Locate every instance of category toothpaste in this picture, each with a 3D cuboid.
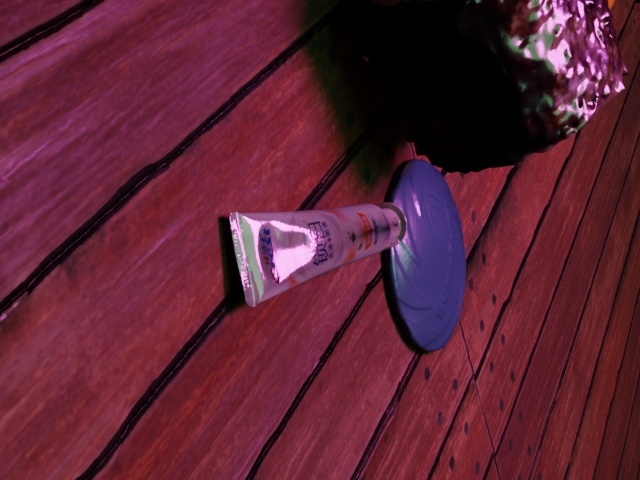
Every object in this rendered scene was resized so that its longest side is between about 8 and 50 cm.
[{"bbox_3d":[0.000,0.000,1.170,0.323,0.066,0.100,-14,95,-57],"label":"toothpaste"}]

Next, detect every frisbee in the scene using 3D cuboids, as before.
[{"bbox_3d":[0.171,0.021,1.497,0.289,0.049,0.289,15,73,-61],"label":"frisbee"}]

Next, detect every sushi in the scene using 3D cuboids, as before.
[{"bbox_3d":[0.216,-0.266,1.339,0.299,0.281,0.294,-42,122,-17],"label":"sushi"}]

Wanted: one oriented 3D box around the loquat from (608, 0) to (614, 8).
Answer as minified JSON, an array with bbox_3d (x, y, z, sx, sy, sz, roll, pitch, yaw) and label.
[{"bbox_3d":[0.384,-0.449,1.746,0.263,0.263,0.263,14,74,-61],"label":"loquat"}]
